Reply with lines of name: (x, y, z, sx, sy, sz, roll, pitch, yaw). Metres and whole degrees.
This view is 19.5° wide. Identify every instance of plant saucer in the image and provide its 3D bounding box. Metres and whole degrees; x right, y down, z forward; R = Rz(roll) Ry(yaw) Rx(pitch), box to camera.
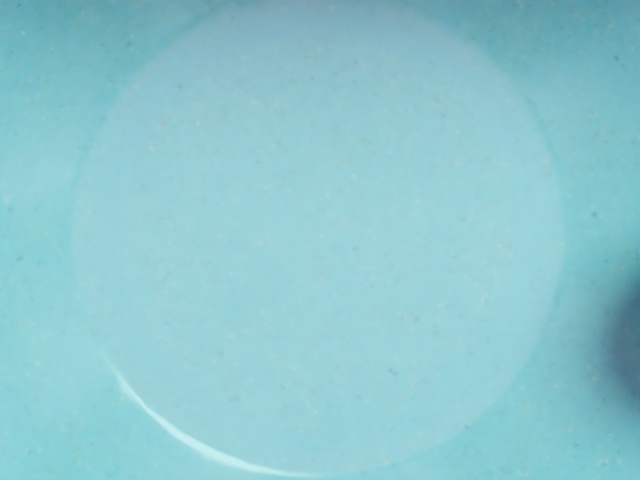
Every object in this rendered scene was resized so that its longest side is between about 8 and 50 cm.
plant saucer: (0.000, 0.000, 0.444, 0.195, 0.037, 0.194, 0, 98, 0)
